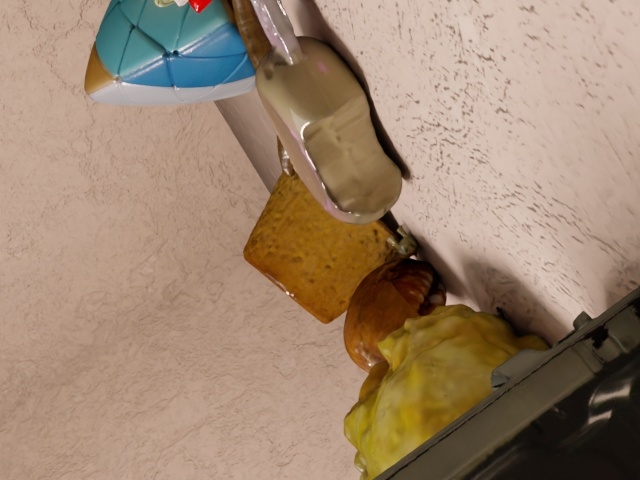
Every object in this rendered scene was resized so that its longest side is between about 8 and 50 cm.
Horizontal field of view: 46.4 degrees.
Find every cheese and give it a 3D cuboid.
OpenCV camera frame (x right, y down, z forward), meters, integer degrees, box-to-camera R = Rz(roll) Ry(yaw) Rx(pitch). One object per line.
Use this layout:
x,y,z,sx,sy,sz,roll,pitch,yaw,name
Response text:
-0.014,-0.138,0.678,0.163,0.082,0.286,50,173,47,cheese

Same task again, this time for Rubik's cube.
-0.222,-0.284,0.976,0.254,0.254,0.254,55,176,5,Rubik's cube

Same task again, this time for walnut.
0.090,0.083,0.879,0.116,0.115,0.207,56,-153,-11,walnut

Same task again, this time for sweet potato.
-0.049,-0.191,0.875,0.069,0.059,0.250,16,135,47,sweet potato

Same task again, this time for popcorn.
0.135,0.186,0.670,0.252,0.215,0.286,61,173,2,popcorn

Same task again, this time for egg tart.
0.000,0.000,1.003,0.215,0.171,0.215,40,176,3,egg tart

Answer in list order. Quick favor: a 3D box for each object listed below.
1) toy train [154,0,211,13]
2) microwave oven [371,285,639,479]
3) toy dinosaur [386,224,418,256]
-0.121,-0.269,0.620,0.083,0.131,0.204,50,-173,1,toy train
0.112,0.199,0.380,0.237,0.295,0.181,54,175,23,microwave oven
0.099,0.003,0.883,0.041,0.026,0.113,48,-176,9,toy dinosaur
